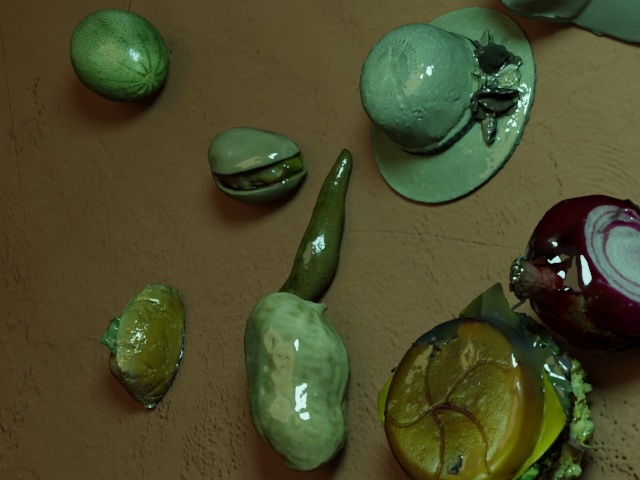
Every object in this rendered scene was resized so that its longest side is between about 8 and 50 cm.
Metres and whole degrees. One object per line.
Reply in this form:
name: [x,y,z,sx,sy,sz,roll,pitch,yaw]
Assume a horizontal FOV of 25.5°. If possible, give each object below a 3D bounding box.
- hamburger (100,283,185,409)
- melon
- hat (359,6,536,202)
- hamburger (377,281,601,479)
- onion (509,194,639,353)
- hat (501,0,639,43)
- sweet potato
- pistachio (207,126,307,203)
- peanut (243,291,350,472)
hamburger: [-0.245,0.139,1.952,0.087,0.102,0.176,5,77,32]
melon: [-0.308,-0.282,2.144,0.192,0.139,0.139,36,100,41]
hat: [0.121,-0.183,1.705,0.257,0.130,0.257,-17,64,38]
hamburger: [0.176,0.183,1.503,0.243,0.138,0.262,-42,51,25]
onion: [0.261,0.044,1.450,0.135,0.198,0.173,114,142,-48]
hat: [0.285,-0.319,1.543,0.244,0.149,0.214,-140,45,-57]
sweet potato: [0.002,-0.002,1.803,0.069,0.059,0.250,10,77,57]
pistachio: [-0.087,-0.101,1.898,0.149,0.113,0.113,4,77,29]
peanut: [-0.025,0.170,1.714,0.129,0.129,0.224,-20,70,37]
